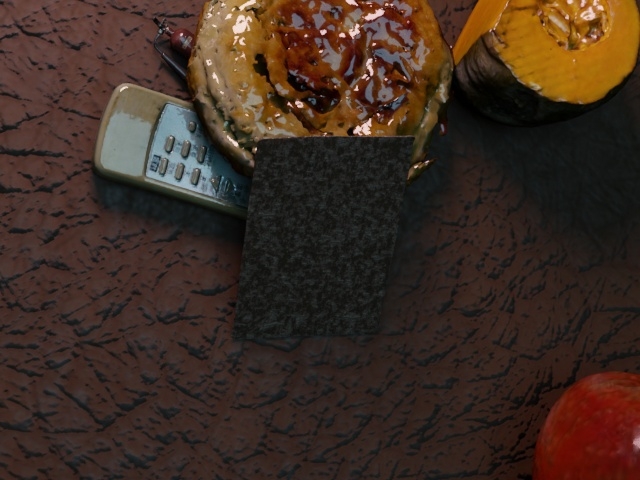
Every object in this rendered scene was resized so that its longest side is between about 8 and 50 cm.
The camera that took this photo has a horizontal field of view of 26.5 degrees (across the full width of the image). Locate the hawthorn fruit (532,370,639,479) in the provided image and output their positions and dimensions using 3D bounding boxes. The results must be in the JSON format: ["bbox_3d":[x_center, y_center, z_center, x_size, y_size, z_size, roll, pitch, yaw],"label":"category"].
[{"bbox_3d":[0.344,0.297,1.355,0.287,0.287,0.330,9,94,-16],"label":"hawthorn fruit"}]

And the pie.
[{"bbox_3d":[-0.001,-0.174,1.357,0.308,0.085,0.308,5,75,-19],"label":"pie"}]

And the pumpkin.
[{"bbox_3d":[0.210,-0.257,1.421,0.190,0.139,0.280,-20,90,-18],"label":"pumpkin"}]

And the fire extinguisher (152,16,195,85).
[{"bbox_3d":[-0.135,-0.184,1.374,0.100,0.032,0.046,34,112,-11],"label":"fire extinguisher"}]

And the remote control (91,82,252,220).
[{"bbox_3d":[-0.109,-0.081,1.364,0.233,0.038,0.098,17,82,-15],"label":"remote control"}]

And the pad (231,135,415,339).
[{"bbox_3d":[0.000,0.000,1.335,0.158,0.003,0.235,-2,124,-17],"label":"pad"}]
